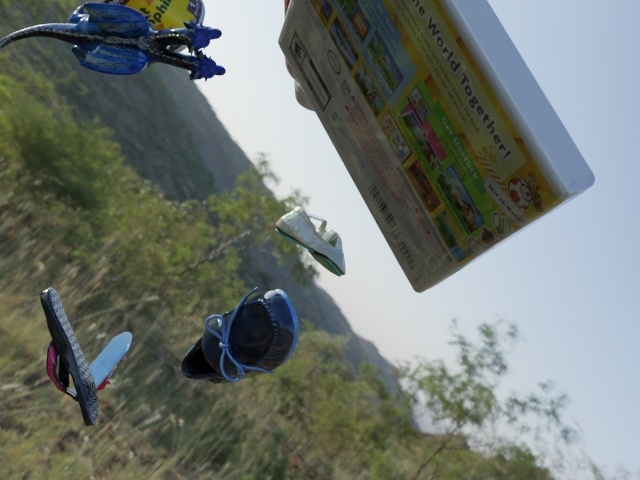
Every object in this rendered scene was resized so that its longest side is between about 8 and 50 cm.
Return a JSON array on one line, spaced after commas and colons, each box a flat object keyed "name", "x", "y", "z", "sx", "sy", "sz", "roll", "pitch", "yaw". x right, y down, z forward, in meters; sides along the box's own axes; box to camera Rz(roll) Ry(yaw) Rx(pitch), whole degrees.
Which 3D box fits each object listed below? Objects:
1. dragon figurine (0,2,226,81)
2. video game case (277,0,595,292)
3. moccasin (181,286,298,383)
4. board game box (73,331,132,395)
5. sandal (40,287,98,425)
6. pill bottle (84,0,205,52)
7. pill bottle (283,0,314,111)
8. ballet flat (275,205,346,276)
[{"name": "dragon figurine", "x": -0.268, "y": -0.259, "z": 0.945, "sx": 0.289, "sy": 0.085, "sz": 0.144, "roll": 1, "pitch": 14, "yaw": -25}, {"name": "video game case", "x": 0.051, "y": -0.092, "z": 0.463, "sx": 0.227, "sy": 0.026, "sz": 0.206, "roll": 62, "pitch": -20, "yaw": 9}, {"name": "moccasin", "x": -0.145, "y": 0.190, "z": 1.243, "sx": 0.342, "sy": 0.116, "sz": 0.138, "roll": -49, "pitch": -122, "yaw": 52}, {"name": "board game box", "x": -0.430, "y": 0.262, "z": 1.482, "sx": 0.033, "sy": 0.169, "sz": 0.133, "roll": 45, "pitch": -20, "yaw": -23}, {"name": "sandal", "x": -0.321, "y": 0.148, "z": 0.911, "sx": 0.067, "sy": 0.040, "sz": 0.179, "roll": 130, "pitch": -63, "yaw": -81}, {"name": "pill bottle", "x": -0.290, "y": -0.389, "z": 1.139, "sx": 0.215, "sy": 0.117, "sz": 0.117, "roll": 29, "pitch": 10, "yaw": -47}, {"name": "pill bottle", "x": 0.009, "y": -0.440, "z": 1.579, "sx": 0.176, "sy": 0.176, "sz": 0.319, "roll": 43, "pitch": -30, "yaw": 30}, {"name": "ballet flat", "x": 0.000, "y": 0.000, "z": 1.526, "sx": 0.086, "sy": 0.086, "sz": 0.248, "roll": 43, "pitch": 3, "yaw": 38}]
